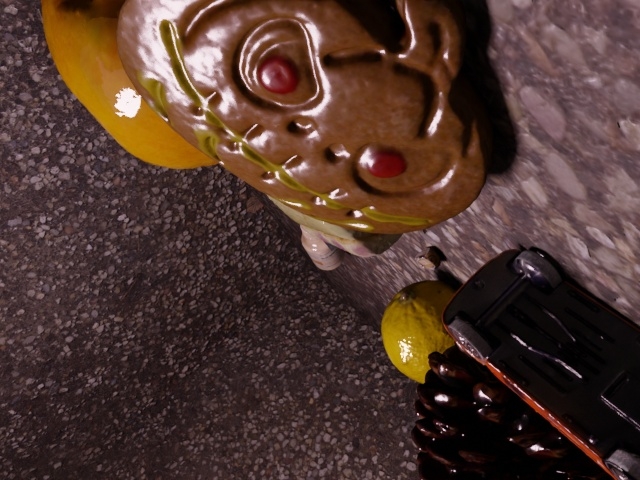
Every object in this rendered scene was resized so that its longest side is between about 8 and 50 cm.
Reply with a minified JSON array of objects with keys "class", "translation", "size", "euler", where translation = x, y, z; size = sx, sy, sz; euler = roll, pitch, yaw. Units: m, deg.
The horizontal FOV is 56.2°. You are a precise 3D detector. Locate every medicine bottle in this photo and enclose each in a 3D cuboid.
[{"class":"medicine bottle","translation":[0.000,0.000,1.905],"size":[0.114,0.114,0.252],"euler":[45,172,29]}]

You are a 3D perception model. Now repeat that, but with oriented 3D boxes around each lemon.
[{"class":"lemon","translation":[0.216,0.180,1.161],"size":[0.231,0.192,0.192],"euler":[48,174,-25]}]

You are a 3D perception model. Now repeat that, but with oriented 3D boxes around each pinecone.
[{"class":"pinecone","translation":[0.266,0.266,0.879],"size":[0.298,0.296,0.242],"euler":[-2,177,45]}]

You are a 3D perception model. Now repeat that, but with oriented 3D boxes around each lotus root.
[{"class":"lotus root","translation":[0.201,0.033,1.097],"size":[0.037,0.030,0.083],"euler":[42,175,0]}]

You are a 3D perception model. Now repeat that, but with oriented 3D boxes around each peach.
[{"class":"peach","translation":[-0.186,-0.254,0.799],"size":[0.372,0.290,0.373],"euler":[45,170,10]}]

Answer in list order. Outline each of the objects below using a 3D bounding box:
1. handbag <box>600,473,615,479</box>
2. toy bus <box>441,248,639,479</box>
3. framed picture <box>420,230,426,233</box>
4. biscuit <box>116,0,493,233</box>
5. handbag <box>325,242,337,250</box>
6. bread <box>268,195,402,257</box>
[{"class":"handbag","translation":[0.484,0.464,0.851],"size":[0.341,0.240,0.247],"euler":[47,171,-1]},{"class":"toy bus","translation":[0.298,0.155,0.676],"size":[0.329,0.143,0.153],"euler":[41,172,39]},{"class":"framed picture","translation":[0.148,-0.052,1.050],"size":[0.089,0.006,0.066],"euler":[52,173,-33]},{"class":"biscuit","translation":[-0.003,-0.127,0.580],"size":[0.394,0.070,0.350],"euler":[30,150,-21]},{"class":"handbag","translation":[-0.003,-0.092,1.565],"size":[0.270,0.088,0.175],"euler":[44,164,29]},{"class":"bread","translation":[0.015,-0.090,1.052],"size":[0.187,0.155,0.338],"euler":[42,174,-17]}]
